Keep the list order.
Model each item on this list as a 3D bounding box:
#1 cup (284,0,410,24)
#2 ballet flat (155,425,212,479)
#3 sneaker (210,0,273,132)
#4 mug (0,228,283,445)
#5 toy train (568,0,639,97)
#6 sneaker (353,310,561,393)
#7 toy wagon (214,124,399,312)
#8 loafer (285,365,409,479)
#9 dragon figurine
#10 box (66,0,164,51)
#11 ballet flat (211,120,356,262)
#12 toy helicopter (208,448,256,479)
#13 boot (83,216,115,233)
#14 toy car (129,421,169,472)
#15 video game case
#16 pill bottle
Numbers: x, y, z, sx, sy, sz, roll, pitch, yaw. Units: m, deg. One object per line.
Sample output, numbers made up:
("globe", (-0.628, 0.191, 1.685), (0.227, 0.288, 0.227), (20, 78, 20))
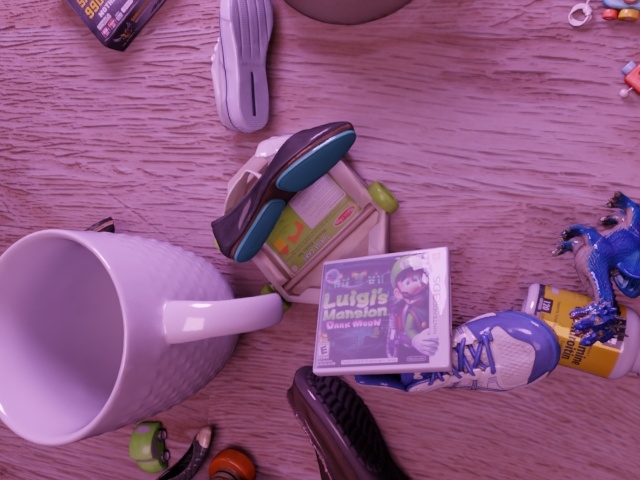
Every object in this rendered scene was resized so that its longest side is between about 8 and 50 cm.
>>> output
("cup", (0.015, -0.489, 0.789), (0.332, 0.237, 0.330), (2, 96, 18))
("ballet flat", (-0.244, 0.399, 1.050), (0.049, 0.057, 0.173), (29, 108, -15))
("sneaker", (-0.137, -0.301, 0.929), (0.091, 0.094, 0.257), (7, 97, 43))
("mug", (-0.235, 0.122, 0.863), (0.375, 0.328, 0.275), (-10, 83, 24))
("toy train", (0.418, -0.277, 0.775), (0.125, 0.046, 0.166), (-41, 82, 17))
("sneaker", (0.172, 0.170, 0.801), (0.297, 0.131, 0.111), (-20, 83, 44))
("toy wagon", (0.000, 0.000, 0.930), (0.267, 0.068, 0.344), (-44, 82, 17))
("loafer", (0.044, 0.370, 0.914), (0.130, 0.134, 0.365), (-35, 84, 18))
("dragon figurine", (0.407, 0.018, 0.755), (0.289, 0.085, 0.144), (-31, 62, -11))
("box", (-0.339, -0.475, 1.002), (0.231, 0.056, 0.183), (-42, 82, 17))
("ballet flat", (-0.071, -0.089, 0.862), (0.280, 0.095, 0.096), (-46, 69, 17))
("toy helicopter", (-0.189, 0.555, 1.034), (0.235, 0.140, 0.355), (43, 117, 1))
("boot", (-0.403, 0.062, 1.073), (0.137, 0.077, 0.198), (49, 120, 4))
("toy car", (-0.327, 0.326, 1.075), (0.239, 0.053, 0.224), (-7, 93, 19))
("video game case", (0.085, 0.098, 0.808), (0.191, 0.022, 0.173), (-8, 58, 24))
("pill bottle", (0.368, 0.129, 0.801), (0.184, 0.103, 0.103), (14, 99, 17))
